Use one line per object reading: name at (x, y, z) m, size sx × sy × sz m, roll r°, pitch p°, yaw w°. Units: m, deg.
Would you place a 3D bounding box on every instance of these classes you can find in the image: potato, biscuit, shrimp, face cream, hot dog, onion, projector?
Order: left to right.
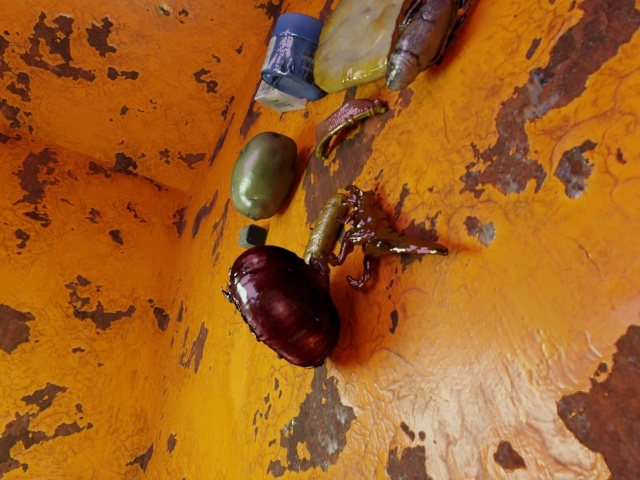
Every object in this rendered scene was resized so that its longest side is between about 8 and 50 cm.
projector at (-0.261, -0.012, 1.706) m, size 0.082 × 0.083 × 0.083 m, roll -16°, pitch 57°, yaw 58°
potato at (-0.209, -0.236, 1.613) m, size 0.243 × 0.220 × 0.327 m, roll 44°, pitch 116°, yaw 60°
onion at (-0.064, 0.138, 1.014) m, size 0.232 × 0.314 × 0.314 m, roll -34°, pitch 33°, yaw 4°
face cream at (-0.072, -0.654, 1.611) m, size 0.249 × 0.248 × 0.225 m, roll 22°, pitch 94°, yaw 64°
hot dog at (0.004, 0.001, 1.222) m, size 0.087 × 0.061 × 0.286 m, roll 15°, pitch 86°, yaw 52°
biscuit at (0.140, -0.631, 1.327) m, size 0.446 × 0.104 × 0.430 m, roll -6°, pitch 67°, yaw 51°
shrimp at (0.261, -0.492, 1.015) m, size 0.116 × 0.145 × 0.343 m, roll 38°, pitch 98°, yaw 20°

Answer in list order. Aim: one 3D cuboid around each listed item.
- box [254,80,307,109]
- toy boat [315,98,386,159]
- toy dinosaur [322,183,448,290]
box at (-0.152, -0.664, 1.895) m, size 0.333 × 0.145 × 0.173 m, roll 25°, pitch 93°, yaw 63°
toy boat at (0.067, -0.343, 1.313) m, size 0.318 × 0.099 × 0.141 m, roll -27°, pitch 21°, yaw 53°
toy dinosaur at (0.112, 0.014, 0.969) m, size 0.208 × 0.097 × 0.432 m, roll -53°, pitch 33°, yaw 12°
